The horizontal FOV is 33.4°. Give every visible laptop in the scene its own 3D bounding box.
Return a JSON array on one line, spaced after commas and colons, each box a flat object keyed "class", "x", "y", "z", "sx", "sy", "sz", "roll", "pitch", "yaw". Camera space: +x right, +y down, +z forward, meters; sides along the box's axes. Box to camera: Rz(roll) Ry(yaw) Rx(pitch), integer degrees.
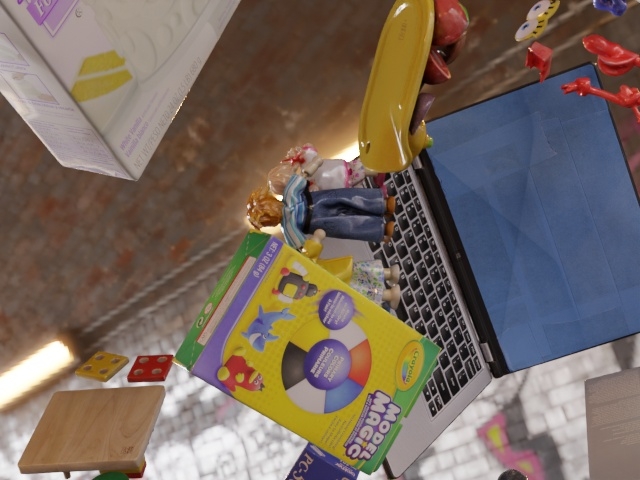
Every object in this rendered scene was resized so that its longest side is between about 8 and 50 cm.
[{"class": "laptop", "x": 0.216, "y": 0.035, "z": 1.354, "sx": 0.236, "sy": 0.382, "sz": 0.408, "roll": -9, "pitch": 19, "yaw": 44}]

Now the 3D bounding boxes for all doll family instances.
[{"class": "doll family", "x": 0.000, "y": 0.000, "z": 1.173, "sx": 0.163, "sy": 0.263, "sz": 0.118, "roll": 1, "pitch": -16, "yaw": -8}]

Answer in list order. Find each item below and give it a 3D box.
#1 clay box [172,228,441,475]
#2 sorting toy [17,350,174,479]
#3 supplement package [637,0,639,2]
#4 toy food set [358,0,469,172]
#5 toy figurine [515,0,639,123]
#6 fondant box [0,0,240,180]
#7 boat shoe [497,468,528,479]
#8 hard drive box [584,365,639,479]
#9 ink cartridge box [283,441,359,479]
[{"class": "clay box", "x": 0.004, "y": 0.101, "z": 0.888, "sx": 0.222, "sy": 0.127, "sz": 0.053, "roll": 34, "pitch": -9, "yaw": -24}, {"class": "sorting toy", "x": -0.243, "y": 0.214, "z": 1.177, "sx": 0.132, "sy": 0.046, "sz": 0.274, "roll": -5, "pitch": 28, "yaw": 8}, {"class": "supplement package", "x": 0.462, "y": -0.450, "z": 1.526, "sx": 0.149, "sy": 0.194, "sz": 0.203, "roll": -54, "pitch": -25, "yaw": 8}, {"class": "toy food set", "x": 0.101, "y": -0.165, "z": 1.005, "sx": 0.071, "sy": 0.218, "sz": 0.128, "roll": 11, "pitch": 11, "yaw": -18}, {"class": "toy figurine", "x": 0.367, "y": -0.326, "z": 1.095, "sx": 0.362, "sy": 0.191, "sz": 0.217, "roll": -47, "pitch": -22, "yaw": -16}, {"class": "fondant box", "x": -0.209, "y": -0.243, "z": 0.925, "sx": 0.096, "sy": 0.238, "sz": 0.330, "roll": 12, "pitch": -26, "yaw": 27}, {"class": "boat shoe", "x": 0.125, "y": 0.191, "z": 0.690, "sx": 0.083, "sy": 0.065, "sz": 0.183, "roll": -56, "pitch": -4, "yaw": -10}, {"class": "hard drive box", "x": 0.397, "y": 0.297, "z": 1.318, "sx": 0.089, "sy": 0.181, "sz": 0.232, "roll": -18, "pitch": 22, "yaw": 20}, {"class": "ink cartridge box", "x": -0.027, "y": 0.423, "z": 1.707, "sx": 0.207, "sy": 0.097, "sz": 0.046, "roll": -60, "pitch": -3, "yaw": 20}]
